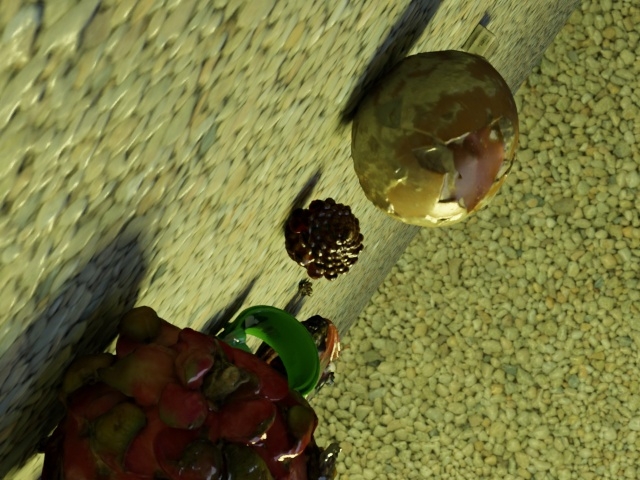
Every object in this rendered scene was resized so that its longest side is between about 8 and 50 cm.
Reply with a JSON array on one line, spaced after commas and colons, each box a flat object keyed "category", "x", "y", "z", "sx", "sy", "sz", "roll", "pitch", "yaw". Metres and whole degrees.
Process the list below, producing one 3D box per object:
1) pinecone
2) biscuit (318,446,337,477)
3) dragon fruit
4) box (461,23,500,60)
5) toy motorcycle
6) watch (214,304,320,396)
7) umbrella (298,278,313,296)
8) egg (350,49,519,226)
[{"category": "pinecone", "x": 0.004, "y": 0.001, "z": 1.658, "sx": 0.102, "sy": 0.102, "sz": 0.109, "roll": -53, "pitch": -179, "yaw": -14}, {"category": "biscuit", "x": -0.113, "y": 0.453, "z": 2.291, "sx": 0.359, "sy": 0.074, "sz": 0.381, "roll": -32, "pitch": -177, "yaw": 37}, {"category": "dragon fruit", "x": -0.129, "y": 0.198, "z": 1.174, "sx": 0.250, "sy": 0.269, "sz": 0.291, "roll": -35, "pitch": 126, "yaw": -49}, {"category": "box", "x": 0.248, "y": -0.300, "z": 2.120, "sx": 0.050, "sy": 0.036, "sz": 0.117, "roll": -55, "pitch": 172, "yaw": 6}, {"category": "toy motorcycle", "x": -0.076, "y": 0.269, "z": 2.319, "sx": 0.401, "sy": 0.134, "sz": 0.207, "roll": -58, "pitch": 166, "yaw": 22}, {"category": "watch", "x": -0.074, "y": 0.173, "z": 1.706, "sx": 0.152, "sy": 0.165, "sz": 0.131, "roll": -19, "pitch": 161, "yaw": -46}, {"category": "umbrella", "x": -0.024, "y": 0.075, "z": 2.183, "sx": 0.031, "sy": 0.020, "sz": 0.083, "roll": -55, "pitch": 168, "yaw": 0}, {"category": "egg", "x": 0.135, "y": -0.122, "z": 1.580, "sx": 0.233, "sy": 0.195, "sz": 0.195, "roll": -45, "pitch": 169, "yaw": -34}]
